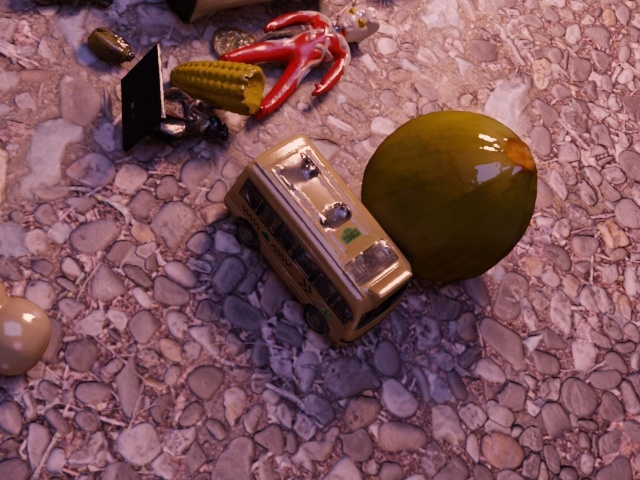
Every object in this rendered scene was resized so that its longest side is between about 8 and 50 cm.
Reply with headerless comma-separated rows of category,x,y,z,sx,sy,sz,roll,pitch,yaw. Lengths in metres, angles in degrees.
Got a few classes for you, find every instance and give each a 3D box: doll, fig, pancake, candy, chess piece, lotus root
doll,-0.022,-0.400,1.862,0.384,0.099,0.188,-36,90,-28
fig,0.251,-0.096,1.674,0.343,0.343,0.343,8,63,-17
pancake,-0.178,-0.401,1.849,0.108,0.017,0.108,8,63,-16
candy,-0.206,-0.305,1.726,0.198,0.106,0.094,16,73,23
chess piece,-0.568,0.103,1.397,0.299,0.167,0.167,31,59,-12
lotus root,-0.406,-0.377,1.733,0.099,0.049,0.054,31,51,-3

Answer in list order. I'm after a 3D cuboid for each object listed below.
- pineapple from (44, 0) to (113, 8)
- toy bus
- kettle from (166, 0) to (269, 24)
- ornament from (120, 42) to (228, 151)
pineapple,-0.487,-0.498,1.754,0.159,0.074,0.074,3,65,-26
toy bus,0.000,0.000,1.618,0.177,0.202,0.365,-35,82,-31
kettle,-0.148,-0.655,1.809,0.376,0.361,0.250,-20,32,-24
ornament,-0.261,-0.246,1.686,0.196,0.166,0.153,10,66,-38
